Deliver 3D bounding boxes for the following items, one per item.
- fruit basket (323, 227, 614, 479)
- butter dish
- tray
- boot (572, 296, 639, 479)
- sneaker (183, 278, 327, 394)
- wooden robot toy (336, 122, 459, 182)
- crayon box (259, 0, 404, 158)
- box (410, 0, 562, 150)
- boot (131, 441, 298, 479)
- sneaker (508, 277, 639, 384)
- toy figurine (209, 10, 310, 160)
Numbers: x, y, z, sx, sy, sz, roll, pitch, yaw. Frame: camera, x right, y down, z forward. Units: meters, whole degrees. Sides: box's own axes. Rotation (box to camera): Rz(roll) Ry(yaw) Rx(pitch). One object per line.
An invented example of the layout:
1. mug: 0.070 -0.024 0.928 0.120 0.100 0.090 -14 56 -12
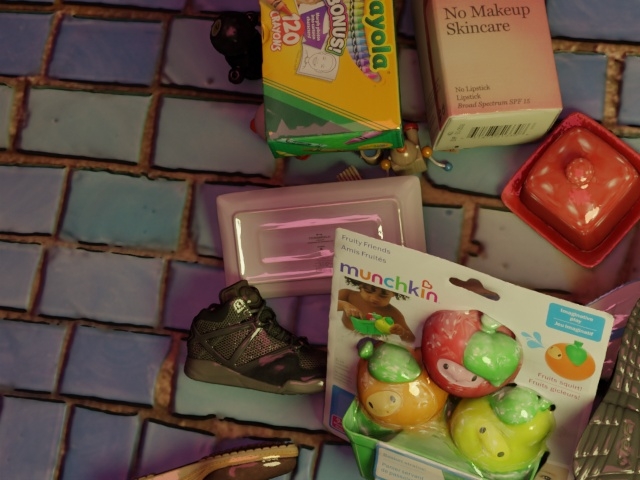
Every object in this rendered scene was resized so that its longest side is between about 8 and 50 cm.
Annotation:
1. fruit basket: 0.152 0.168 1.805 0.327 0.353 0.165 19 50 15
2. butter dish: 0.324 -0.073 1.940 0.160 0.118 0.160 41 89 17
3. tray: 0.000 0.000 2.016 0.270 0.030 0.145 -5 97 11
4. boot: 0.386 0.177 1.823 0.118 0.223 0.338 33 79 18
5. sneaker: -0.062 0.124 1.983 0.227 0.087 0.130 8 101 18
6. wooden robot toy: 0.099 -0.116 2.018 0.173 0.079 0.076 -18 75 7
7. crayon box: 0.012 -0.248 1.923 0.165 0.081 0.278 -5 76 5
8. box: 0.206 -0.245 1.977 0.148 0.127 0.232 -5 74 -7
9. boot: -0.122 0.375 1.970 0.248 0.090 0.207 -18 87 6
10. sneaker: 0.321 0.137 1.911 0.228 0.087 0.092 -31 76 6
11. toy figurine: -0.018 -0.231 2.033 0.209 0.148 0.213 -27 73 5
